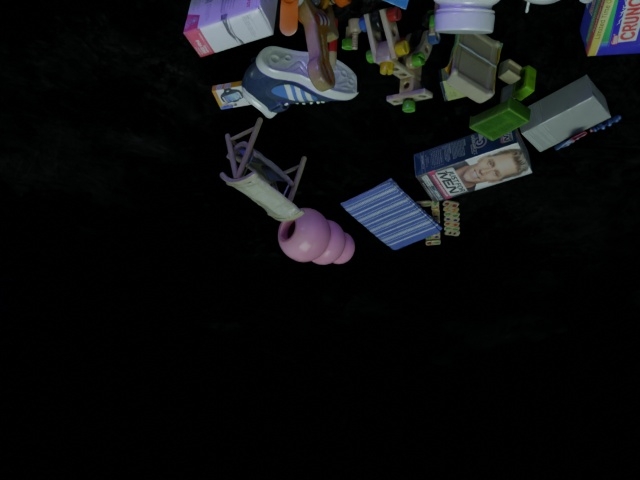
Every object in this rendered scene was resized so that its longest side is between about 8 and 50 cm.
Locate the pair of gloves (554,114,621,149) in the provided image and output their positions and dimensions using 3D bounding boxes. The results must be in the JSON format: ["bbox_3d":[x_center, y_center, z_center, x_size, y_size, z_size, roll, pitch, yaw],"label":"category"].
[{"bbox_3d":[0.826,-0.332,2.036,0.198,0.023,0.159,-27,178,6],"label":"pair of gloves"}]

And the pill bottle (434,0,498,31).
[{"bbox_3d":[0.337,-0.621,1.493,0.161,0.160,0.282,2,104,-1],"label":"pill bottle"}]

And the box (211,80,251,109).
[{"bbox_3d":[-0.255,-0.448,2.014,0.136,0.028,0.081,-6,145,14],"label":"box"}]

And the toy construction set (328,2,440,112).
[{"bbox_3d":[0.172,-0.467,1.733,0.309,0.237,0.257,4,180,14],"label":"toy construction set"}]

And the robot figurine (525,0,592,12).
[{"bbox_3d":[0.548,-0.683,1.481,0.300,0.200,0.353,49,136,2],"label":"robot figurine"}]

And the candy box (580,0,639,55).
[{"bbox_3d":[0.850,-0.610,1.646,0.318,0.122,0.268,-1,146,6],"label":"candy box"}]

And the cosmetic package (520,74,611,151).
[{"bbox_3d":[0.740,-0.384,2.006,0.238,0.107,0.127,-28,137,32],"label":"cosmetic package"}]

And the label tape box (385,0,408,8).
[{"bbox_3d":[0.092,-0.694,1.419,0.348,0.249,0.115,19,-179,-17],"label":"label tape box"}]

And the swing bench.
[{"bbox_3d":[-0.186,-0.215,2.153,0.165,0.254,0.253,-21,140,29],"label":"swing bench"}]

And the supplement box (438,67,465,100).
[{"bbox_3d":[0.398,-0.466,1.934,0.083,0.056,0.083,-10,144,17],"label":"supplement box"}]

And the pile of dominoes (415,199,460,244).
[{"bbox_3d":[0.442,-0.067,2.539,0.196,0.040,0.251,-4,146,9],"label":"pile of dominoes"}]

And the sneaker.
[{"bbox_3d":[-0.073,-0.444,1.944,0.323,0.130,0.236,10,155,-21],"label":"sneaker"}]

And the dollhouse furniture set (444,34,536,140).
[{"bbox_3d":[0.444,-0.451,1.858,0.302,0.197,0.151,24,156,-25],"label":"dollhouse furniture set"}]

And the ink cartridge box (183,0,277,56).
[{"bbox_3d":[-0.228,-0.582,1.696,0.218,0.158,0.092,-12,142,20],"label":"ink cartridge box"}]

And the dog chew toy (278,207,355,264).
[{"bbox_3d":[0.000,0.000,2.529,0.332,0.206,0.207,20,143,-38],"label":"dog chew toy"}]

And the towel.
[{"bbox_3d":[0.275,-0.092,2.494,0.243,0.040,0.336,-25,130,36],"label":"towel"}]

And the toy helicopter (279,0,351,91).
[{"bbox_3d":[-0.020,-0.529,1.592,0.140,0.354,0.235,-17,159,25],"label":"toy helicopter"}]

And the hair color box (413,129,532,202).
[{"bbox_3d":[0.507,-0.257,2.197,0.348,0.105,0.174,-18,142,25],"label":"hair color box"}]
